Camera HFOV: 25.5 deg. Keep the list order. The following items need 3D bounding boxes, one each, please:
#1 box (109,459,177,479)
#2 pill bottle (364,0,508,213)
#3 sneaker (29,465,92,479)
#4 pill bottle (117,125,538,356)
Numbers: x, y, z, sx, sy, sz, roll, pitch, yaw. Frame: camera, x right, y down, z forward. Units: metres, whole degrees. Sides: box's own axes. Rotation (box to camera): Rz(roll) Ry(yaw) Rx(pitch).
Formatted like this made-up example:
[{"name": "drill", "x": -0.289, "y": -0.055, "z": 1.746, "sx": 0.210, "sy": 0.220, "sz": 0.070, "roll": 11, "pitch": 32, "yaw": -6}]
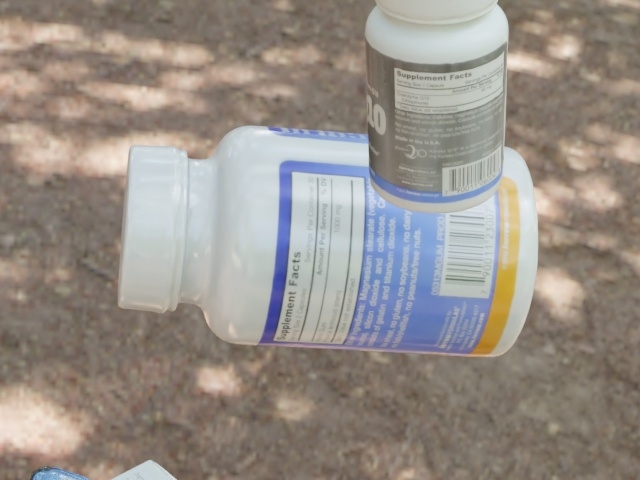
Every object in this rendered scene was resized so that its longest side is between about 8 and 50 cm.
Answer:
[{"name": "box", "x": -0.160, "y": 0.353, "z": 1.424, "sx": 0.119, "sy": 0.181, "sz": 0.182, "roll": -24, "pitch": 35, "yaw": -31}, {"name": "pill bottle", "x": 0.063, "y": -0.090, "z": 0.772, "sx": 0.078, "sy": 0.137, "sz": 0.078, "roll": -2, "pitch": 34, "yaw": 1}, {"name": "sneaker", "x": -0.290, "y": 0.339, "z": 1.217, "sx": 0.147, "sy": 0.130, "sz": 0.330, "roll": 29, "pitch": 65, "yaw": 15}, {"name": "pill bottle", "x": 0.000, "y": 0.000, "z": 0.977, "sx": 0.272, "sy": 0.152, "sz": 0.152, "roll": 4, "pitch": 32, "yaw": -9}]
